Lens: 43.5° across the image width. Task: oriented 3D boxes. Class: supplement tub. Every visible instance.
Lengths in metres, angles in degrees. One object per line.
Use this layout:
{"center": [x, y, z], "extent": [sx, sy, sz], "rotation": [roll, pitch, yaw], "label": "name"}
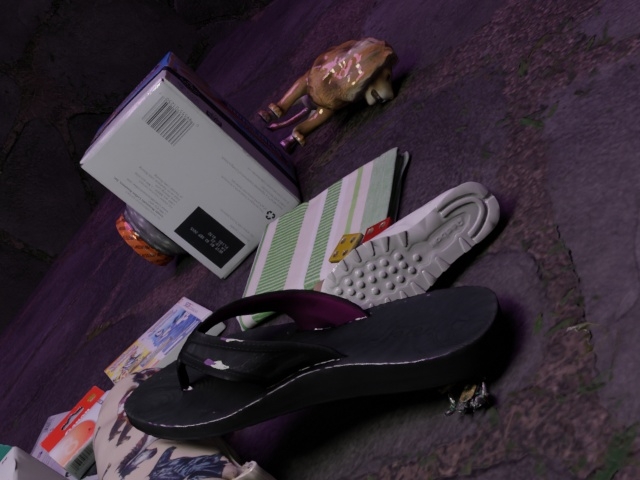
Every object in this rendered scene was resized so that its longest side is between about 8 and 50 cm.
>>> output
{"center": [-0.296, -0.105, 1.792], "extent": [0.316, 0.193, 0.193], "rotation": [-45, 22, 9], "label": "supplement tub"}

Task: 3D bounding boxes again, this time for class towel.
{"center": [0.000, 0.000, 1.276], "extent": [0.325, 0.038, 0.248], "rotation": [-30, 30, 36], "label": "towel"}

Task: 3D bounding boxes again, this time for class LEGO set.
{"center": [0.144, 0.150, 0.781], "extent": [0.054, 0.023, 0.083], "rotation": [-42, 10, 12], "label": "LEGO set"}

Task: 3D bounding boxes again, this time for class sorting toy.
{"center": [0.038, 0.088, 1.039], "extent": [0.132, 0.046, 0.274], "rotation": [-30, 30, 40], "label": "sorting toy"}

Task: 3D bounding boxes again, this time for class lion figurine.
{"center": [0.005, -0.300, 1.623], "extent": [0.240, 0.142, 0.392], "rotation": [-44, 17, -6], "label": "lion figurine"}

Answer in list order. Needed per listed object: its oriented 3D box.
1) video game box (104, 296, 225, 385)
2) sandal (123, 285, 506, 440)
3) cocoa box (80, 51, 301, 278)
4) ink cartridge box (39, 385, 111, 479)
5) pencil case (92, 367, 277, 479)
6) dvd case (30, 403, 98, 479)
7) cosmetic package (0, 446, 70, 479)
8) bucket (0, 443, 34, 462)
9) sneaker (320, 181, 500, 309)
{"center": [-0.280, 0.194, 1.428], "extent": [0.205, 0.048, 0.187], "rotation": [-44, 18, -16], "label": "video game box"}
{"center": [-0.028, 0.106, 0.873], "extent": [0.446, 0.107, 0.167], "rotation": [-17, 22, 20], "label": "sandal"}
{"center": [-0.240, -0.147, 1.546], "extent": [0.231, 0.347, 0.228], "rotation": [-43, 22, 14], "label": "cocoa box"}
{"center": [-0.415, 0.317, 1.393], "extent": [0.179, 0.045, 0.145], "rotation": [13, 55, 49], "label": "ink cartridge box"}
{"center": [-0.172, 0.280, 0.973], "extent": [0.183, 0.160, 0.410], "rotation": [-40, 20, -10], "label": "pencil case"}
{"center": [-0.421, 0.364, 1.406], "extent": [0.239, 0.029, 0.179], "rotation": [-19, 34, 27], "label": "dvd case"}
{"center": [-0.311, 0.367, 0.996], "extent": [0.085, 0.231, 0.117], "rotation": [-51, 21, -5], "label": "cosmetic package"}
{"center": [-0.546, 0.464, 1.250], "extent": [0.183, 0.281, 0.281], "rotation": [-32, 27, 25], "label": "bucket"}
{"center": [0.105, 0.015, 0.966], "extent": [0.235, 0.090, 0.095], "rotation": [-31, 7, -3], "label": "sneaker"}
